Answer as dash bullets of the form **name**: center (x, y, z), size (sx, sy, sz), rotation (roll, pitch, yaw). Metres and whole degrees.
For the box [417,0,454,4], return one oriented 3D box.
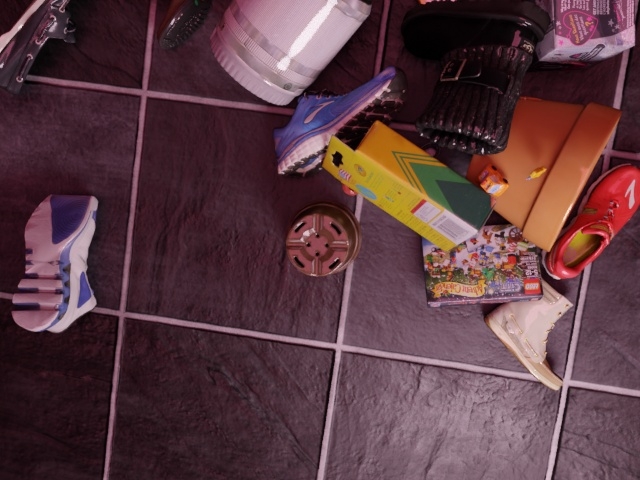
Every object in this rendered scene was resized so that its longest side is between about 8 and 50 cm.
- **box**: center (0.261, -0.527, 1.347), size (0.136, 0.028, 0.081), rotation (-30, 92, 9)

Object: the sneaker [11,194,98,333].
- **sneaker**: center (-0.565, 0.066, 1.436), size (0.128, 0.182, 0.315), rotation (6, 67, 3)

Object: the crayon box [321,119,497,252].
- **crayon box**: center (0.160, -0.112, 1.269), size (0.319, 0.202, 0.081), rotation (34, 78, 1)

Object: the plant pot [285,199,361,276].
- **plant pot**: center (0.000, 0.000, 1.355), size (0.167, 0.165, 0.166), rotation (0, 95, 5)

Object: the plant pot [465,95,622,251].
- **plant pot**: center (0.414, -0.149, 1.263), size (0.204, 0.291, 0.290), rotation (27, 98, 19)

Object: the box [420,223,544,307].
- **box**: center (0.332, 0.051, 1.361), size (0.233, 0.044, 0.159), rotation (-5, 71, 6)

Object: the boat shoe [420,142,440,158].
- **boat shoe**: center (0.194, -0.156, 1.384), size (0.142, 0.040, 0.049), rotation (-44, 91, 8)

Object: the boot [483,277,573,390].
- **boot**: center (0.473, 0.192, 1.377), size (0.165, 0.077, 0.213), rotation (-43, 85, 7)

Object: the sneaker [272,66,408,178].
- **sneaker**: center (0.022, -0.259, 1.316), size (0.330, 0.130, 0.147), rotation (-29, 74, 28)

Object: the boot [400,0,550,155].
- **boot**: center (0.239, -0.304, 1.221), size (0.131, 0.348, 0.260), rotation (20, 91, -33)

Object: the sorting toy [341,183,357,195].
- **sorting toy**: center (0.079, -0.145, 1.401), size (0.061, 0.042, 0.102), rotation (42, 86, -16)

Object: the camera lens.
- **camera lens**: center (-0.054, -0.429, 1.262), size (0.219, 0.219, 0.274), rotation (43, 116, 0)

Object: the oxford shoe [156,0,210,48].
- **oxford shoe**: center (-0.286, -0.511, 1.380), size (0.096, 0.083, 0.227), rotation (35, 95, 16)

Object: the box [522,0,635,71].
- **box**: center (0.473, -0.414, 1.228), size (0.142, 0.247, 0.163), rotation (-1, 96, 6)

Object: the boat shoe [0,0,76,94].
- **boat shoe**: center (-0.580, -0.449, 1.391), size (0.340, 0.127, 0.113), rotation (-48, 120, 0)

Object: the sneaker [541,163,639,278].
- **sneaker**: center (0.568, -0.029, 1.325), size (0.107, 0.118, 0.279), rotation (35, 98, 0)

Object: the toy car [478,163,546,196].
- **toy car**: center (0.327, -0.118, 1.149), size (0.122, 0.041, 0.060), rotation (-30, 82, 49)
